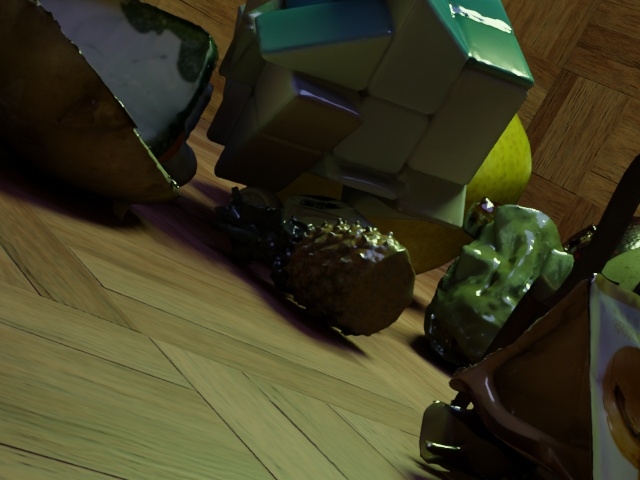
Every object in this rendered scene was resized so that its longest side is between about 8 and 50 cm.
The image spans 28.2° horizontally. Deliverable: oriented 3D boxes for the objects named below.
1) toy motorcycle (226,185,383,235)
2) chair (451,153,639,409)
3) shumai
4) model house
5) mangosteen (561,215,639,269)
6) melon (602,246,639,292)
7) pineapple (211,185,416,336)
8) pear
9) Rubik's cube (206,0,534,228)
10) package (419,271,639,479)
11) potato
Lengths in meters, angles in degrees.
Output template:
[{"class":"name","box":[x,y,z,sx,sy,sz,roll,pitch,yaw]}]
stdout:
[{"class":"toy motorcycle","box":[0.000,0.000,1.491,0.254,0.112,0.112,31,5,24]},{"class":"chair","box":[0.280,0.069,1.165,0.176,0.326,0.183,31,6,-5]},{"class":"shumai","box":[0.233,0.071,1.542,0.189,0.218,0.256,24,2,2]},{"class":"model house","box":[-0.249,-0.163,1.550,0.271,0.190,0.301,22,-13,13]},{"class":"mangosteen","box":[0.436,0.116,1.828,0.297,0.297,0.293,19,42,-63]},{"class":"melon","box":[0.404,0.153,1.355,0.268,0.268,0.330,25,13,-42]},{"class":"pineapple","box":[-0.019,0.011,1.317,0.125,0.125,0.251,24,1,-45]},{"class":"pear","box":[0.098,-0.123,1.888,0.418,0.362,0.362,4,6,-1]},{"class":"Rubik's cube","box":[0.053,-0.210,1.561,0.358,0.368,0.387,18,34,-20]},{"class":"package","box":[0.236,0.188,0.954,0.311,0.221,0.165,24,-32,-34]},{"class":"potato","box":[-0.244,-0.112,1.209,0.239,0.116,0.299,45,-6,21]}]
